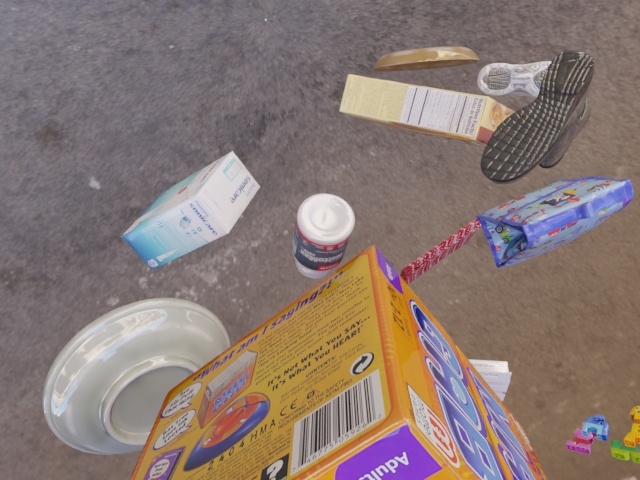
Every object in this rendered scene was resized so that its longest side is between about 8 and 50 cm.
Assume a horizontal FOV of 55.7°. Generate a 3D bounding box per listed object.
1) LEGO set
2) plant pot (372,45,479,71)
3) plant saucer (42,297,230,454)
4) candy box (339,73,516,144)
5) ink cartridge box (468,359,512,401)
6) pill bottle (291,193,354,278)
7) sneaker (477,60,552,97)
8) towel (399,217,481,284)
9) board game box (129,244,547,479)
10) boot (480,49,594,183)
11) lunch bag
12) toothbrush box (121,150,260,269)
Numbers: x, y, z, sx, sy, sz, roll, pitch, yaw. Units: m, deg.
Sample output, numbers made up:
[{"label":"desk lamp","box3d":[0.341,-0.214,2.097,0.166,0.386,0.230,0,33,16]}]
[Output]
[{"label":"LEGO set","box3d":[0.634,0.395,1.253,0.227,0.093,0.087,2,128,37]},{"label":"plant pot","box3d":[0.233,-0.405,1.350,0.237,0.236,0.032,-5,102,-3]},{"label":"plant saucer","box3d":[-0.355,0.311,1.260,0.401,0.100,0.400,-19,127,-27]},{"label":"candy box","box3d":[0.221,-0.262,1.243,0.317,0.183,0.087,20,101,34]},{"label":"ink cartridge box","box3d":[0.444,0.374,1.623,0.104,0.061,0.181,2,138,5]},{"label":"pill bottle","box3d":[0.000,0.000,1.173,0.108,0.107,0.180,3,150,-6]},{"label":"sneaker","box3d":[0.486,-0.382,1.434,0.232,0.115,0.090,9,108,6]},{"label":"towel","box3d":[0.333,0.048,1.737,0.275,0.199,0.031,-34,75,-9]},{"label":"board game box","box3d":[0.034,0.294,0.669,0.357,0.356,0.356,-37,106,13]},{"label":"boot","box3d":[0.348,-0.153,0.932,0.246,0.083,0.161,-51,147,-8]},{"label":"lunch bag","box3d":[0.481,-0.042,1.235,0.221,0.293,0.138,-22,89,-2]},{"label":"toothbrush box","box3d":[-0.329,-0.075,1.554,0.296,0.216,0.126,-21,116,33]}]
